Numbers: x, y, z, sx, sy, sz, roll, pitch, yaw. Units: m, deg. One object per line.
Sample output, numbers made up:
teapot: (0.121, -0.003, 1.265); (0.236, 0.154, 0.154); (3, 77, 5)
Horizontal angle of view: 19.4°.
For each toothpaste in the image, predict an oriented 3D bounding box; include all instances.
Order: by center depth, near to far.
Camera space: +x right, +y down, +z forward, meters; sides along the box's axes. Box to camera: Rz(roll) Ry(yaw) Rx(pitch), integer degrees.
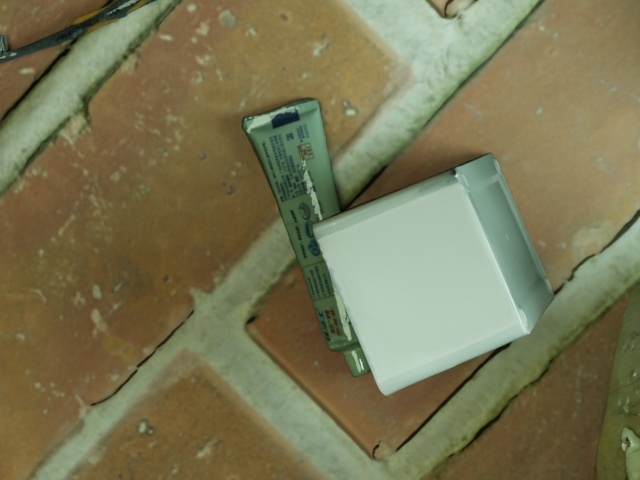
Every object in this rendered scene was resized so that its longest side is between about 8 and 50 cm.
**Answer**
toothpaste: (-0.001, 0.000, 1.776); (0.069, 0.047, 0.268); (-18, 90, 34)

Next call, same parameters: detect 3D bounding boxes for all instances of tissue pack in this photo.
tissue pack: (0.107, 0.022, 1.650); (0.136, 0.246, 0.159); (-23, 90, 13)

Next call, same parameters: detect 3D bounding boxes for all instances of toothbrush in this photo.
toothbrush: (-0.207, -0.221, 1.812); (0.321, 0.023, 0.031); (-16, 95, 15)

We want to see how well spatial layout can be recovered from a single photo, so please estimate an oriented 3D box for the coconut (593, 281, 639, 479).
coconut: (0.380, 0.157, 1.539); (0.352, 0.352, 0.353); (2, 97, 13)
